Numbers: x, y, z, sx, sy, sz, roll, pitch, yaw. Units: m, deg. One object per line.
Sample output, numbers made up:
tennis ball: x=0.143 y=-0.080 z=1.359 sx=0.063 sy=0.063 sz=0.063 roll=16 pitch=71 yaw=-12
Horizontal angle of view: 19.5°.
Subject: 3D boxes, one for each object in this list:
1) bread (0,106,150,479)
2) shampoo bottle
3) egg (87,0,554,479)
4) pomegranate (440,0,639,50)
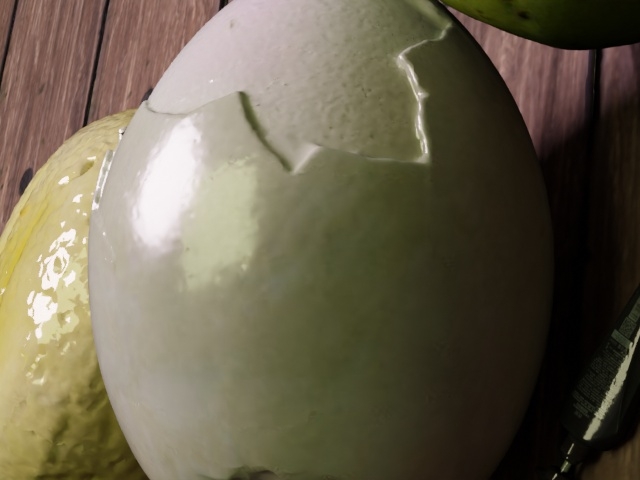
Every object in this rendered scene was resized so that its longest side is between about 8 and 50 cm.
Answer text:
bread: x=-0.141 y=0.060 z=1.371 sx=0.320 sy=0.237 sz=0.320 roll=-37 pitch=42 yaw=43
shampoo bottle: x=0.167 y=0.083 z=1.068 sx=0.048 sy=0.027 sz=0.137 roll=40 pitch=107 yaw=49
egg: x=0.000 y=0.000 z=1.121 sx=0.278 sy=0.278 sz=0.336 roll=-9 pitch=80 yaw=56
pomegranate: x=0.151 y=-0.233 z=1.053 sx=0.270 sy=0.254 sz=0.254 roll=102 pitch=165 yaw=-49
